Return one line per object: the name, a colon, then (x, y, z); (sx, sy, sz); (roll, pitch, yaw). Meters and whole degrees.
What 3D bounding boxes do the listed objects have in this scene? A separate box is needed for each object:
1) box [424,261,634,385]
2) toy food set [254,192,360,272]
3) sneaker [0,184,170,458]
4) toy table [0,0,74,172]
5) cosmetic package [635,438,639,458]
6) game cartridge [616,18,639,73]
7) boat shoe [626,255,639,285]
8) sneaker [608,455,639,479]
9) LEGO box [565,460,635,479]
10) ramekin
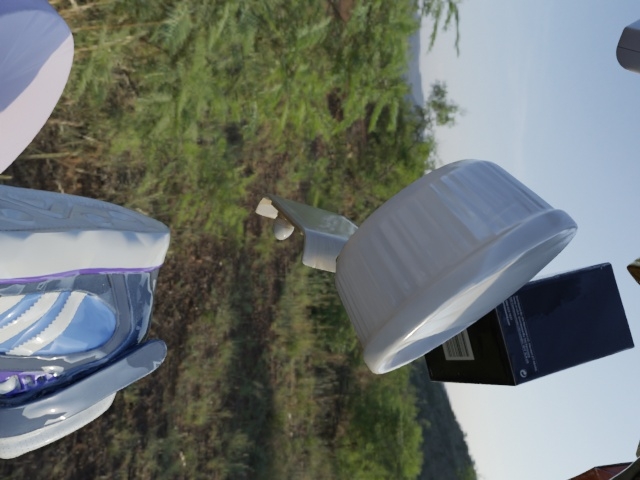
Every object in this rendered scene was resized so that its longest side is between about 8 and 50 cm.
box: (0.400, 0.174, 1.157); (0.296, 0.293, 0.183); (149, -72, -68)
toy food set: (0.000, 0.000, 1.236); (0.306, 0.219, 0.093); (45, -64, 57)
sneaker: (-0.258, 0.081, 0.406); (0.322, 0.130, 0.237); (5, 109, -62)
toy table: (-0.364, -0.154, 0.501); (0.161, 0.274, 0.252); (50, 9, 2)
cosmetic package: (0.836, 0.498, 1.288); (0.184, 0.151, 0.152); (-48, 146, -68)
game cartridge: (0.515, -0.209, 0.653); (0.198, 0.297, 0.062); (-36, 138, -37)
boat shoe: (0.576, 0.052, 0.820); (0.109, 0.098, 0.302); (49, 2, -6)
sneaker: (0.287, 0.251, 0.459); (0.228, 0.087, 0.130); (-56, -155, 32)
LEGO box: (0.423, 0.595, 0.869); (0.500, 0.193, 0.373); (111, -25, -51)
ramekin: (0.138, 0.025, 0.648); (0.127, 0.272, 0.273); (55, -5, 21)
